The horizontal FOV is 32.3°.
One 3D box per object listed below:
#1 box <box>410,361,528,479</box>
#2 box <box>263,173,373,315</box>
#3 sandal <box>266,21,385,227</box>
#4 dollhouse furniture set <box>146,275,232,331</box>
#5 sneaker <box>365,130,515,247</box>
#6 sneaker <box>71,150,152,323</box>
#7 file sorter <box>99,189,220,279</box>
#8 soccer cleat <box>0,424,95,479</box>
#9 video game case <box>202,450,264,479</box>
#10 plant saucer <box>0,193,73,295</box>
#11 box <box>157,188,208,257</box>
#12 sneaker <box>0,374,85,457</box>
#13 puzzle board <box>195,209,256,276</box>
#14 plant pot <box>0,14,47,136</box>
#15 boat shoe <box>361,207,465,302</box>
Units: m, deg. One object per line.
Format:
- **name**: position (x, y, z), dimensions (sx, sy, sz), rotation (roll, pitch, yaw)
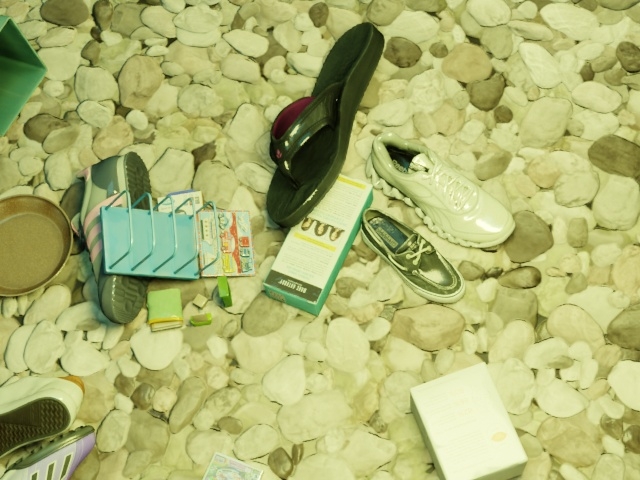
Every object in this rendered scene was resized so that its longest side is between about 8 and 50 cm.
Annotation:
- **box**: position (0.229, 0.299, 1.733), dimensions (0.130, 0.091, 0.170), rotation (-19, 65, -4)
- **box**: position (0.000, 0.000, 1.908), dimensions (0.101, 0.060, 0.244), rotation (21, 69, 14)
- **sandal**: position (-0.017, -0.218, 1.951), dimensions (0.107, 0.168, 0.445), rotation (37, 57, -28)
- **dollhouse furniture set**: position (-0.228, 0.104, 1.880), dimensions (0.152, 0.058, 0.076), rotation (-9, 64, 0)
- **sneaker**: position (0.202, -0.089, 1.903), dimensions (0.292, 0.118, 0.110), rotation (32, 70, 16)
- **sneaker**: position (-0.371, 0.003, 1.928), dimensions (0.131, 0.112, 0.319), rotation (-11, 61, 19)
- **file sorter**: position (-0.265, -0.012, 1.839), dimensions (0.170, 0.104, 0.118), rotation (6, 65, -33)
- **soccer cleat**: position (-0.472, 0.415, 1.744), dimensions (0.318, 0.108, 0.116), rotation (-37, 87, -13)
- **video game case**: position (-0.153, 0.407, 1.760), dimensions (0.087, 0.011, 0.122), rotation (19, 69, 13)
- **plant saucer**: position (-0.532, 0.013, 1.960), dimensions (0.199, 0.036, 0.198), rotation (-2, 64, 4)
- **box**: position (-0.244, -0.032, 1.962), dimensions (0.081, 0.028, 0.136), rotation (-9, 67, 0)
- **sneaker**: position (-0.515, 0.290, 1.815), dimensions (0.290, 0.123, 0.105), rotation (-14, 108, 13)
- **puzzle board**: position (-0.165, 0.003, 1.931), dimensions (0.096, 0.011, 0.128), rotation (0, 63, -16)
- **plant pot**: position (-0.675, -0.335, 2.069), dimensions (0.234, 0.165, 0.165), rotation (20, 68, 22)
- **boat shoe**: position (0.153, 0.025, 1.878), dimensions (0.219, 0.070, 0.078), rotation (37, 73, 19)
